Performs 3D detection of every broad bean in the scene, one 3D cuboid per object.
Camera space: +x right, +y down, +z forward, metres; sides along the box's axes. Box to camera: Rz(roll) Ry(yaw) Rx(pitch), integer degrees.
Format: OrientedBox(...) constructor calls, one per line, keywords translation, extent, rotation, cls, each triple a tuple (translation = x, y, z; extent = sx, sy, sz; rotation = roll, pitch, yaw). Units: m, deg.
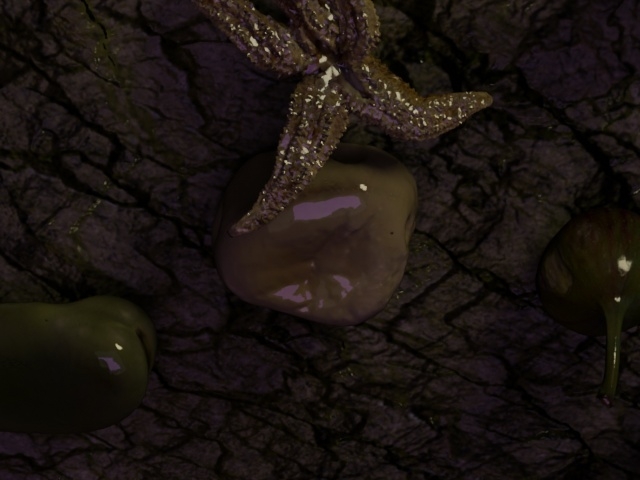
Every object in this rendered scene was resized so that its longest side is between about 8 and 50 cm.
OrientedBox(translation=(-0.305, 0.141, 1.903), extent=(0.263, 0.121, 0.189), rotation=(-5, 128, 19), cls="broad bean")

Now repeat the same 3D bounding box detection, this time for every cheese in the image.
OrientedBox(translation=(0.000, 0.000, 1.811), extent=(0.235, 0.117, 0.218), rotation=(-27, 120, 18), cls="cheese")

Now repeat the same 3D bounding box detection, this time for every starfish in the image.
OrientedBox(translation=(-0.022, -0.196, 1.692), extent=(0.301, 0.084, 0.293), rotation=(-27, 102, 3), cls="starfish")

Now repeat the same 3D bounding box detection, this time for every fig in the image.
OrientedBox(translation=(0.300, 0.071, 1.788), extent=(0.149, 0.245, 0.149), rotation=(2, 127, 3), cls="fig")
